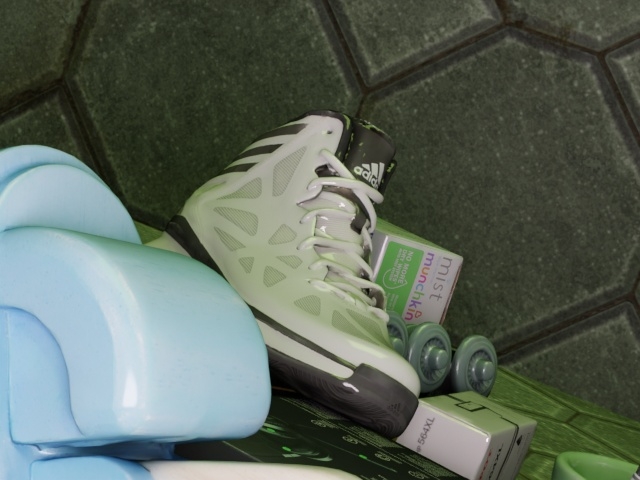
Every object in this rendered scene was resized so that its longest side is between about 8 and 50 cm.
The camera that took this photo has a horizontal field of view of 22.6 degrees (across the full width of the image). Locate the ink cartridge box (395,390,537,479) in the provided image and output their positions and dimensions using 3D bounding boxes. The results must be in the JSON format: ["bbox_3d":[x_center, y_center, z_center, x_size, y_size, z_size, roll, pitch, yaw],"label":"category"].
[{"bbox_3d":[0.128,0.232,1.562,0.085,0.148,0.203,24,6,19],"label":"ink cartridge box"}]

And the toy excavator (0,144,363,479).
[{"bbox_3d":[-0.098,0.140,0.958,0.445,0.433,0.222,-10,-12,30],"label":"toy excavator"}]

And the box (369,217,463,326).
[{"bbox_3d":[0.038,0.103,2.014,0.126,0.262,0.231,17,6,-29],"label":"box"}]

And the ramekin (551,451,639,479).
[{"bbox_3d":[0.330,0.316,1.436,0.303,0.148,0.303,20,4,-2],"label":"ramekin"}]

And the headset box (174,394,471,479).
[{"bbox_3d":[-0.012,0.218,1.215,0.246,0.131,0.283,23,5,31],"label":"headset box"}]

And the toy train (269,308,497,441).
[{"bbox_3d":[0.068,0.175,1.727,0.142,0.190,0.334,8,-7,40],"label":"toy train"}]

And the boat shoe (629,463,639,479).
[{"bbox_3d":[0.327,0.197,1.397,0.080,0.076,0.228,23,5,31],"label":"boat shoe"}]

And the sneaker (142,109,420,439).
[{"bbox_3d":[-0.001,-0.001,1.523,0.169,0.257,0.447,40,-4,-35],"label":"sneaker"}]
